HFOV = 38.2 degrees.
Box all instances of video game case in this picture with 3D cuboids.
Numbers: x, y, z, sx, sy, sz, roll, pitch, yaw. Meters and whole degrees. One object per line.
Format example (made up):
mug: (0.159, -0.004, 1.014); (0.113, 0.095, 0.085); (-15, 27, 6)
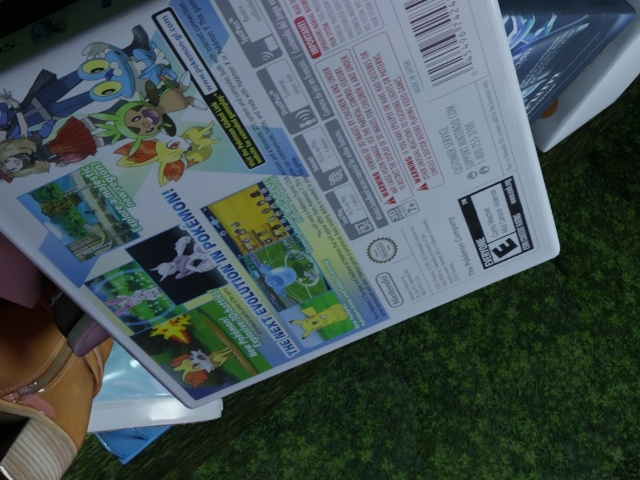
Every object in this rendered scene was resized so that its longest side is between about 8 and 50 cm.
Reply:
video game case: (-0.022, -0.033, 0.559); (0.300, 0.036, 0.329); (-24, 140, 6)

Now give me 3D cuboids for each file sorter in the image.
file sorter: (-0.246, 0.199, 1.260); (0.170, 0.118, 0.104); (-39, 162, -11)

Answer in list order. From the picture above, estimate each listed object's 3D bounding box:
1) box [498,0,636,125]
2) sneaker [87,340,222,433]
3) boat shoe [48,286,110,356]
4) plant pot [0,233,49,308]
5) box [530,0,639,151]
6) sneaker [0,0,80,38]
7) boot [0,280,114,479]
box: (0.041, -0.148, 0.774); (0.293, 0.212, 0.395); (-50, 164, 32)
sneaker: (-0.272, 0.148, 1.077); (0.135, 0.150, 0.366); (-12, 168, 38)
boat shoe: (-0.167, 0.013, 0.776); (0.109, 0.091, 0.305); (-41, -176, 9)
plant pot: (-0.226, -0.030, 0.640); (0.096, 0.109, 0.109); (-50, 167, -6)
box: (0.293, -0.300, 0.988); (0.168, 0.215, 0.345); (-32, 164, -35)
sneaker: (-0.143, -0.183, 0.426); (0.296, 0.104, 0.147); (-42, 154, 29)
boot: (-0.264, 0.063, 0.755); (0.109, 0.283, 0.220); (-17, -151, 20)
